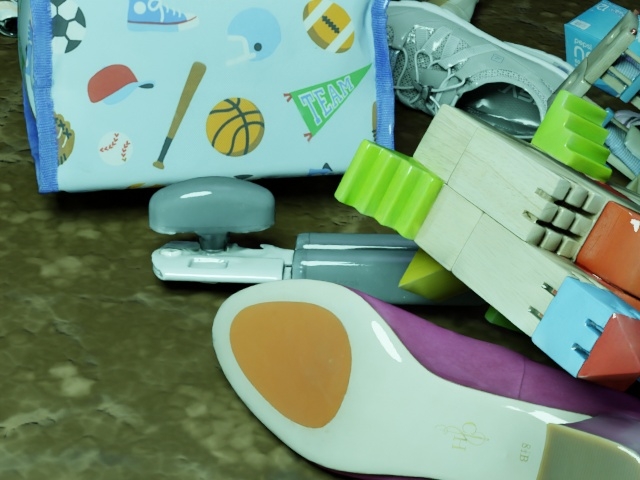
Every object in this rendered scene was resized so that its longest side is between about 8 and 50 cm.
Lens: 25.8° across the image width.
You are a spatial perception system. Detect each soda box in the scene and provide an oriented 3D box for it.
[{"bbox_3d":[0.370,-0.189,1.550,0.067,0.071,0.210,-34,47,-23],"label":"soda box"}]

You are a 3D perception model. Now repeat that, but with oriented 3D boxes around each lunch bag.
[{"bbox_3d":[-0.128,-0.199,1.339,0.328,0.238,0.385,-2,16,-13],"label":"lunch bag"}]

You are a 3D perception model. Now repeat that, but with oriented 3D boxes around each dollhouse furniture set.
[{"bbox_3d":[0.295,-0.104,1.306,0.129,0.129,0.183,36,31,-6],"label":"dollhouse furniture set"}]

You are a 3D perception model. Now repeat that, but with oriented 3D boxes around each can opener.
[{"bbox_3d":[0.000,0.000,1.143,0.283,0.095,0.076,1,21,2],"label":"can opener"}]

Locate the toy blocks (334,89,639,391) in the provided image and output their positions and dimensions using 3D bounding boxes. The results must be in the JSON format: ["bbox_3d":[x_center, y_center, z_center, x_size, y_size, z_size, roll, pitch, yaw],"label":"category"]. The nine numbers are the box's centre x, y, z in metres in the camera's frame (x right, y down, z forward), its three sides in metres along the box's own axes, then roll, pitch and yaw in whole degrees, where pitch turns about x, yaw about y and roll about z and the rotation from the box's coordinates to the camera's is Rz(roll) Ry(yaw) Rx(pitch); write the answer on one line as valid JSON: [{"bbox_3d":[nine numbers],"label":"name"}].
[{"bbox_3d":[0.234,0.034,1.008,0.381,0.190,0.261,19,15,-37],"label":"toy blocks"}]

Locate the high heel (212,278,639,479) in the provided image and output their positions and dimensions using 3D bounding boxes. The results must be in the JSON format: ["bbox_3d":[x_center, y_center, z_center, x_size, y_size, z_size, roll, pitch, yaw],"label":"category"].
[{"bbox_3d":[0.100,0.124,1.000,0.377,0.127,0.181,24,6,34],"label":"high heel"}]

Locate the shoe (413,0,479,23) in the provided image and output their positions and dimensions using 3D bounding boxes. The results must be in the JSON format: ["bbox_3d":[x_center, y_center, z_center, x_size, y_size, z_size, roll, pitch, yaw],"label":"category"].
[{"bbox_3d":[0.135,-0.268,1.672,0.077,0.058,0.219,-9,16,34],"label":"shoe"}]

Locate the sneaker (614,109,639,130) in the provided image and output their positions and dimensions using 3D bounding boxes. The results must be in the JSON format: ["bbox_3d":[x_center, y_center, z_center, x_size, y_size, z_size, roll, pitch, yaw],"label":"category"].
[{"bbox_3d":[0.348,-0.119,1.490,0.083,0.032,0.037,-9,48,-16],"label":"sneaker"}]

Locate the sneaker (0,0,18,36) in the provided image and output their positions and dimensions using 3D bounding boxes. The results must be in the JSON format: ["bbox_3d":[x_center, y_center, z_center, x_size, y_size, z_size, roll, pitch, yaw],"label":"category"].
[{"bbox_3d":[-0.355,-0.252,1.555,0.109,0.040,0.044,17,34,18],"label":"sneaker"}]

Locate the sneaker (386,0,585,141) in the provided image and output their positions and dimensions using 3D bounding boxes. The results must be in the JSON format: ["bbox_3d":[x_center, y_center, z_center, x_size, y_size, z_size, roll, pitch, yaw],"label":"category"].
[{"bbox_3d":[0.133,-0.174,1.457,0.281,0.105,0.115,14,31,11],"label":"sneaker"}]
